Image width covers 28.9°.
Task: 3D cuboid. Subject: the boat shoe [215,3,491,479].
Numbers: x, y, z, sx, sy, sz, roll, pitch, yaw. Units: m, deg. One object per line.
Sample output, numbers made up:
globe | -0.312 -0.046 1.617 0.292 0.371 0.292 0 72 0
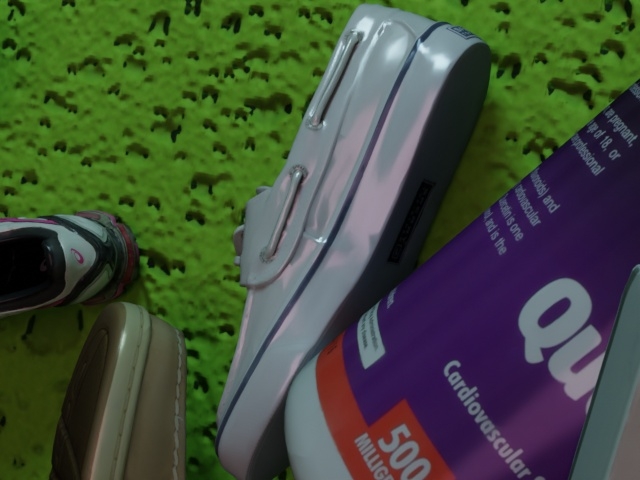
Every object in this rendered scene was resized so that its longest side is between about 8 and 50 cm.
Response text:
boat shoe | 0.000 0.000 0.651 0.084 0.095 0.258 26 87 24

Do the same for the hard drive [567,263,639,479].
hard drive | 0.239 0.128 0.454 0.307 0.040 0.203 9 112 -4

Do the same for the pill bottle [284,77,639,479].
pill bottle | 0.150 0.037 0.536 0.323 0.181 0.181 -42 75 15

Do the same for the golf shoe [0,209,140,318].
golf shoe | -0.204 0.017 0.724 0.186 0.086 0.067 -13 85 21

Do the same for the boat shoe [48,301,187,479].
boat shoe | -0.091 0.203 0.671 0.110 0.121 0.341 4 96 -17
